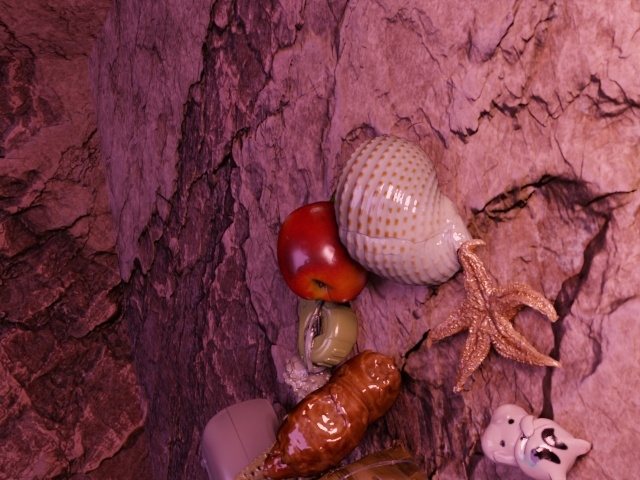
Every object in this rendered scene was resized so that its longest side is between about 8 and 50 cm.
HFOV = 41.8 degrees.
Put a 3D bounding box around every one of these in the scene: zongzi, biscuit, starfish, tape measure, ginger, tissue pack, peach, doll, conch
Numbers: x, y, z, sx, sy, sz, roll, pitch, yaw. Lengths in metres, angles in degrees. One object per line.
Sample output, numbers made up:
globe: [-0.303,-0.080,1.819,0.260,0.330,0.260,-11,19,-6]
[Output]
zongzi: [0.135,0.561,1.727,0.274,0.251,0.125,44,144,47]
biscuit: [-0.123,0.595,2.067,0.139,0.231,0.016,49,176,10]
starfish: [0.314,0.163,1.577,0.302,0.060,0.299,-54,54,39]
tape measure: [0.011,0.218,2.026,0.175,0.106,0.200,-26,51,49]
ginger: [0.022,0.400,1.850,0.152,0.357,0.274,46,142,9]
tissue pack: [-0.185,0.607,2.230,0.229,0.236,0.333,83,160,-48]
peach: [0.016,0.023,1.904,0.199,0.243,0.243,-38,59,48]
doll: [0.364,0.355,1.460,0.110,0.107,0.180,-58,23,-13]
conch: [0.142,-0.045,1.716,0.319,0.215,0.303,-123,32,-42]

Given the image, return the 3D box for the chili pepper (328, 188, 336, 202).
chili pepper: [0.000,0.000,2.089,0.085,0.076,0.359,48,136,13]

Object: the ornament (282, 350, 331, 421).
ornament: [-0.032,0.420,2.116,0.130,0.120,0.285,2,95,54]
